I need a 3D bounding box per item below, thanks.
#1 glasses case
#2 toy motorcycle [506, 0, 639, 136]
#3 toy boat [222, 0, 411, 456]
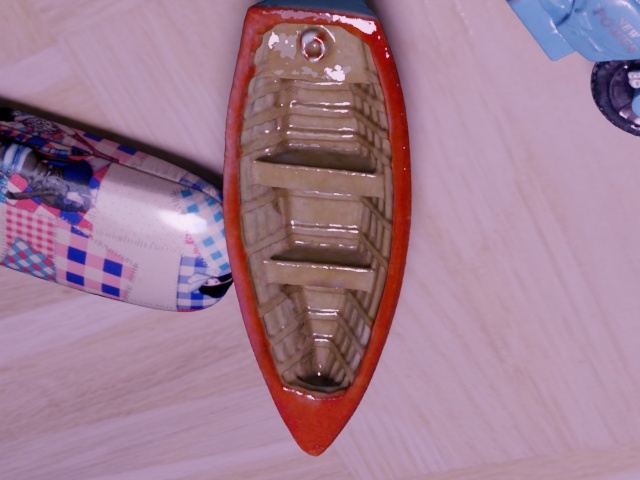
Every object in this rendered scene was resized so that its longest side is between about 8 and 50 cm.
[{"bbox_3d":[-0.219,-0.031,0.858,0.328,0.076,0.125,18,130,3],"label":"glasses case"},{"bbox_3d":[0.174,-0.172,0.595,0.182,0.123,0.272,-23,119,43],"label":"toy motorcycle"},{"bbox_3d":[0.000,0.000,0.813,0.136,0.079,0.392,7,128,9],"label":"toy boat"}]
